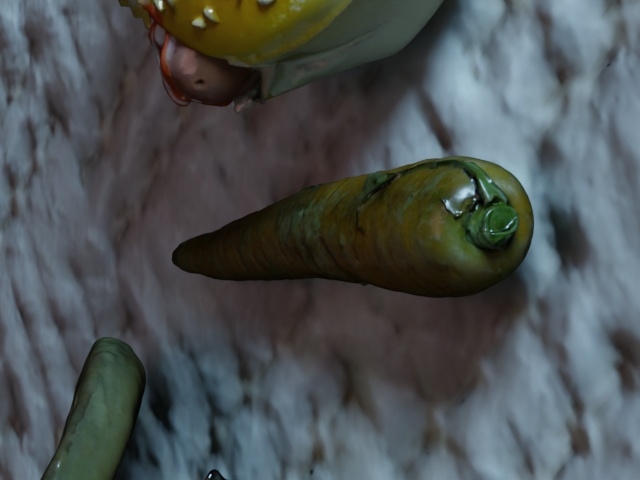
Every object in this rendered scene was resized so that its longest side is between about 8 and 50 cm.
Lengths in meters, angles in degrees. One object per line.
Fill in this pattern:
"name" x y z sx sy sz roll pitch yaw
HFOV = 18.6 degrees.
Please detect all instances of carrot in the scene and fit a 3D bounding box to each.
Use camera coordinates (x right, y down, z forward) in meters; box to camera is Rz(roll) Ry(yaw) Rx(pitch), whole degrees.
"carrot" 0.000 0.000 0.714 0.254 0.049 0.049 -6 82 61

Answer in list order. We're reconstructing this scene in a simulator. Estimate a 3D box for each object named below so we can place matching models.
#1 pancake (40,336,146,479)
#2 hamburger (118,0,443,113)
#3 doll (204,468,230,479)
"pancake" -0.120 0.154 0.797 0.222 0.042 0.236 121 171 -72
"hamburger" -0.028 -0.149 0.697 0.173 0.116 0.210 -53 46 37
"doll" -0.066 0.208 0.759 0.117 0.086 0.291 40 124 24
